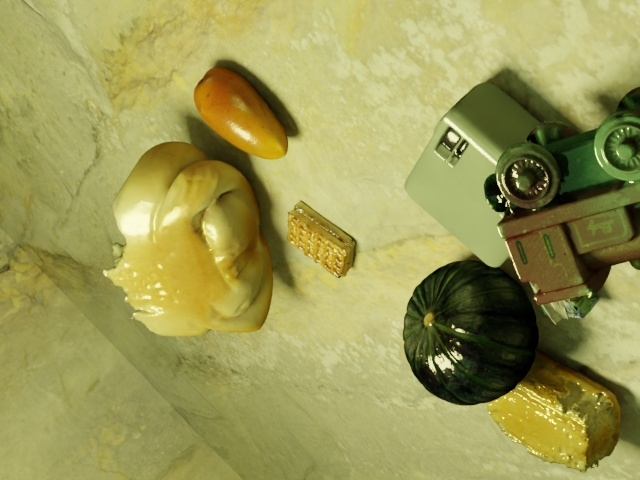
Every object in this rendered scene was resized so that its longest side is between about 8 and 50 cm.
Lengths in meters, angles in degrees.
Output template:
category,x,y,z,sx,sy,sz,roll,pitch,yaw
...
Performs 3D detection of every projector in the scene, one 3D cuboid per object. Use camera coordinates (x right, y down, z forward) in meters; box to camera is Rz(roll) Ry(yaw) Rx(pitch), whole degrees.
category,x,y,z,sx,sy,sz,roll,pitch,yaw
projector,0.250,-0.095,1.695,0.198,0.108,0.250,41,154,8

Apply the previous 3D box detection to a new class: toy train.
category,x,y,z,sx,sy,sz,roll,pitch,yaw
toy train,0.362,-0.055,1.451,0.304,0.150,0.221,-18,101,35

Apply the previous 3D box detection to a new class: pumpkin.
category,x,y,z,sx,sy,sz,roll,pitch,yaw
pumpkin,0.254,0.153,1.934,0.250,0.216,0.250,0,90,46

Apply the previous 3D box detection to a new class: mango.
category,x,y,z,sx,sy,sz,roll,pitch,yaw
mango,-0.144,-0.219,2.081,0.217,0.102,0.141,41,159,14

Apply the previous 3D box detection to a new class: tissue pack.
category,x,y,z,sx,sy,sz,roll,pitch,yaw
tissue pack,0.363,0.068,1.786,0.085,0.079,0.111,5,132,51

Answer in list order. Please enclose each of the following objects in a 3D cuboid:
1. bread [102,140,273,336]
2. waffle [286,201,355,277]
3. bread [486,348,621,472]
category,x,y,z,sx,sy,sz,roll,pitch,yaw
bread,-0.254,0.015,2.304,0.245,0.329,0.424,23,139,36
waffle,0.000,0.000,2.241,0.148,0.042,0.102,36,150,19
bread,0.397,0.287,1.992,0.245,0.121,0.174,29,134,39
